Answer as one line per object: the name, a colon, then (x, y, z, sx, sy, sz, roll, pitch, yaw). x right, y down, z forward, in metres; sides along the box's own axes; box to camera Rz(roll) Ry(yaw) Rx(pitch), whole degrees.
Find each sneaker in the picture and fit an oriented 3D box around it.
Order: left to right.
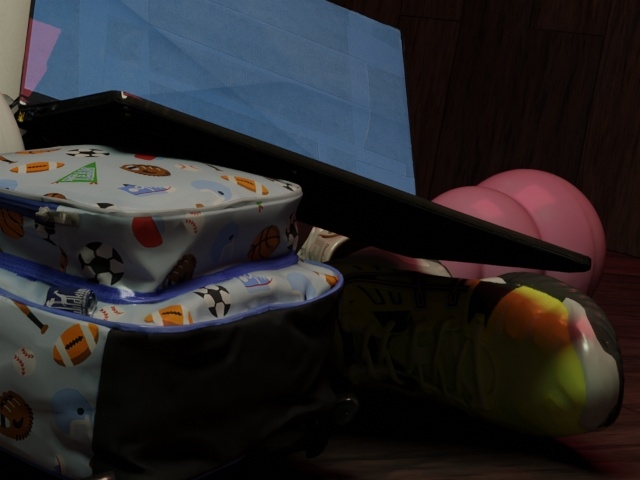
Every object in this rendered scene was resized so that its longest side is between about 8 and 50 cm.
sneaker: (0.000, 0.000, 1.901, 0.290, 0.106, 0.123, 15, 5, 26)
sneaker: (0.098, 0.098, 1.189, 0.147, 0.145, 0.384, -14, 14, -32)

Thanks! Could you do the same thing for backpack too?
backpack: (-0.143, 0.046, 0.873, 0.263, 0.213, 0.276, 4, 4, 29)

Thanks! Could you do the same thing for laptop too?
laptop: (-0.023, -0.144, 1.113, 0.382, 0.236, 0.408, 17, -5, -26)

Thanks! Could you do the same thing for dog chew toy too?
dog chew toy: (0.198, 0.021, 1.678, 0.332, 0.207, 0.206, -8, 17, -44)

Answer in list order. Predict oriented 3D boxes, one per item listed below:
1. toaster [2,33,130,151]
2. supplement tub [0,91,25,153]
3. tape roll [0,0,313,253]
toaster: (-0.200, -0.068, 1.201, 0.186, 0.168, 0.110, 48, -28, -6)
supplement tub: (-0.372, -0.030, 1.026, 0.272, 0.191, 0.191, -12, 19, -37)
tape roll: (-0.177, -0.106, 1.326, 0.392, 0.392, 0.072, 7, -19, -23)
